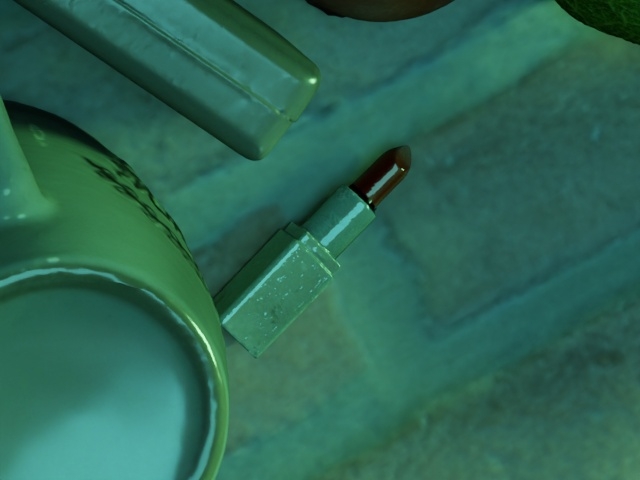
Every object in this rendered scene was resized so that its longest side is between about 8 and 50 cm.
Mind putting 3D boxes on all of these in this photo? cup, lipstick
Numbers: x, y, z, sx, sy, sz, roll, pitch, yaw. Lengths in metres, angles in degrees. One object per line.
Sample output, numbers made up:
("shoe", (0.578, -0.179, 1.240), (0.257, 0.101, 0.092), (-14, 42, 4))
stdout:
("cup", (-0.140, 0.011, 0.842), (0.186, 0.234, 0.258), (-17, 104, -14))
("lipstick", (0.000, 0.000, 0.989), (0.129, 0.030, 0.030), (-47, 111, -3))

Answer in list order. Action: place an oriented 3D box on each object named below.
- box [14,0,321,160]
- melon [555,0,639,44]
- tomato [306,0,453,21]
("box", (-0.114, -0.127, 0.885), (0.243, 0.103, 0.055), (35, 96, -21))
("melon", (0.219, -0.182, 0.905), (0.265, 0.169, 0.129), (-40, 67, 9))
("tomato", (0.025, -0.209, 0.912), (0.228, 0.112, 0.199), (26, 91, -24))
